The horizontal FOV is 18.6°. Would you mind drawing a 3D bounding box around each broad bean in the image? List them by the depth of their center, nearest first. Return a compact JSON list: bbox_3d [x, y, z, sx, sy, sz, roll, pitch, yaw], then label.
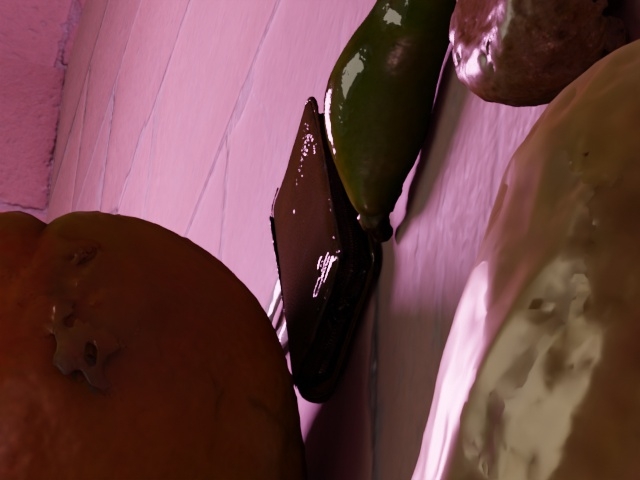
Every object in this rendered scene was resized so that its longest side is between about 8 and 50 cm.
[{"bbox_3d":[0.039,-0.099,1.058,0.048,0.070,0.214,-61,-23,-73],"label":"broad bean"}]

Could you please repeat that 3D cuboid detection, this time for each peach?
[{"bbox_3d":[-0.158,0.165,1.157,0.372,0.289,0.373,-174,90,-79],"label":"peach"}]

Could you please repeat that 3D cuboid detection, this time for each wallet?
[{"bbox_3d":[0.000,0.000,1.210,0.198,0.031,0.110,-99,24,-56],"label":"wallet"}]

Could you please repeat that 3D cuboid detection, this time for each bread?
[{"bbox_3d":[0.091,-0.098,0.815,0.113,0.060,0.082,-89,16,-46],"label":"bread"}]

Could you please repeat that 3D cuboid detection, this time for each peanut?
[{"bbox_3d":[0.076,0.085,0.549,0.147,0.147,0.306,-117,41,-71],"label":"peanut"}]

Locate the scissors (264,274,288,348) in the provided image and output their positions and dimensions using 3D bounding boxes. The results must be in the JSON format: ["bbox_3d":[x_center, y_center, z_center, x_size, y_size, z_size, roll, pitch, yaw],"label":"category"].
[{"bbox_3d":[-0.048,0.092,1.388,0.248,0.017,0.144,117,160,-47],"label":"scissors"}]
